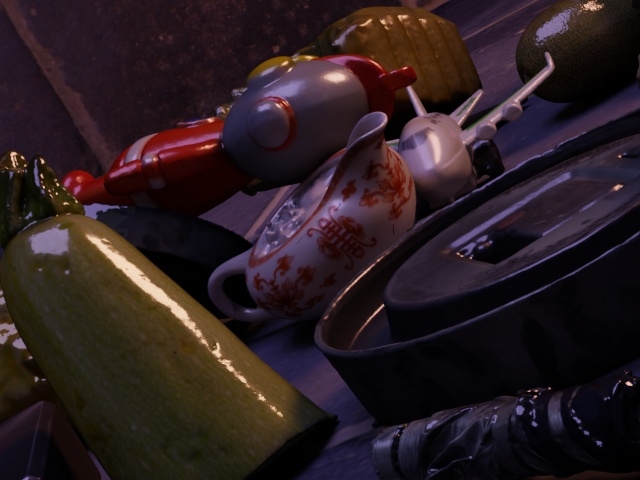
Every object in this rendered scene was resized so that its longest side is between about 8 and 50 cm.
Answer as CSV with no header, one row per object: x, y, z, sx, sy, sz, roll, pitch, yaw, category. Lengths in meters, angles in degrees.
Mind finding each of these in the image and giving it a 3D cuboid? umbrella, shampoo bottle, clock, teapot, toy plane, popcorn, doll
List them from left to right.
-0.194,0.177,0.982,0.080,0.079,0.246,-31,11,-3,shampoo bottle
-0.225,0.095,1.261,0.195,0.173,0.168,-4,36,16,popcorn
-0.157,0.020,1.338,0.215,0.215,0.042,-17,60,52,clock
-0.067,-0.087,1.301,0.336,0.105,0.200,-19,-3,28,doll
0.000,0.000,1.195,0.245,0.116,0.159,-39,29,30,teapot
0.103,-0.073,1.313,0.251,0.101,0.255,-28,14,10,toy plane
0.085,0.093,0.705,0.050,0.046,0.188,-13,-2,-36,umbrella
0.142,0.007,0.917,0.313,0.061,0.312,-29,10,6,clock

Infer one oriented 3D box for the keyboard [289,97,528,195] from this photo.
0.051,-0.081,1.518,0.381,0.041,0.103,-17,-1,-34,keyboard

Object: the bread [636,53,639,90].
0.336,-0.121,0.887,0.240,0.135,0.178,-9,37,-24,bread

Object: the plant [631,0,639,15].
0.351,-0.219,1.350,0.143,0.092,0.094,-8,30,45,plant

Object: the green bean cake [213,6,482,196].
0.025,-0.152,1.619,0.236,0.124,0.233,-28,-9,37,green bean cake

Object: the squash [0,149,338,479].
-0.137,0.067,0.975,0.137,0.287,0.137,-43,-17,-16,squash

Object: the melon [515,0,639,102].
0.260,-0.191,1.443,0.162,0.099,0.099,-30,10,-15,melon
